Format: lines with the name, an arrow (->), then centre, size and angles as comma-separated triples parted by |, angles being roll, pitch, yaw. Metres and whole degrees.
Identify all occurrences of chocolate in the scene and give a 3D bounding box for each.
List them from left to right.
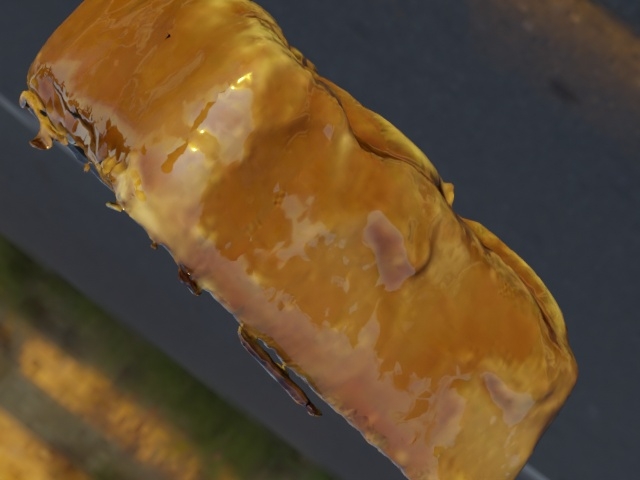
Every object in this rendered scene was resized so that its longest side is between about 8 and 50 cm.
chocolate -> 0.000, 0.000, 0.672 | 0.214, 0.093, 0.148 | 44, 180, -34
